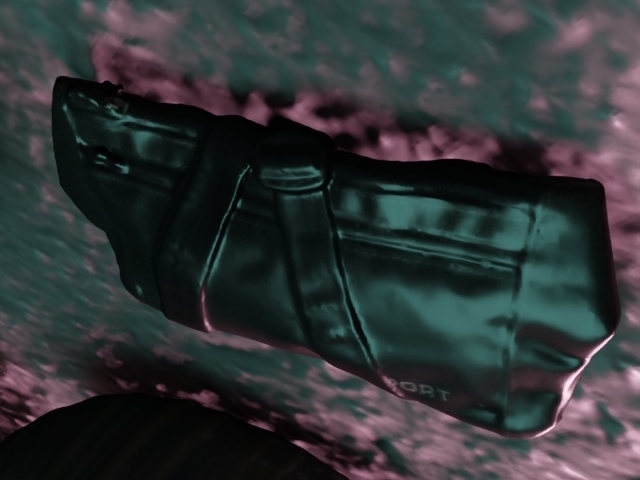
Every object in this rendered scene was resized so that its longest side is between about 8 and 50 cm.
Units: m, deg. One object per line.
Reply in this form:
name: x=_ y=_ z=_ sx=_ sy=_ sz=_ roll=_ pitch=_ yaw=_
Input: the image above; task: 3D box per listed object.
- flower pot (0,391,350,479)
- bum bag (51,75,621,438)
flower pot: x=-0.054 y=0.172 z=0.660 sx=0.243 sy=0.157 sz=0.189 roll=24 pitch=150 yaw=13
bum bag: x=0.000 y=0.000 z=0.438 sx=0.197 sy=0.049 sz=0.087 roll=15 pitch=124 yaw=31
